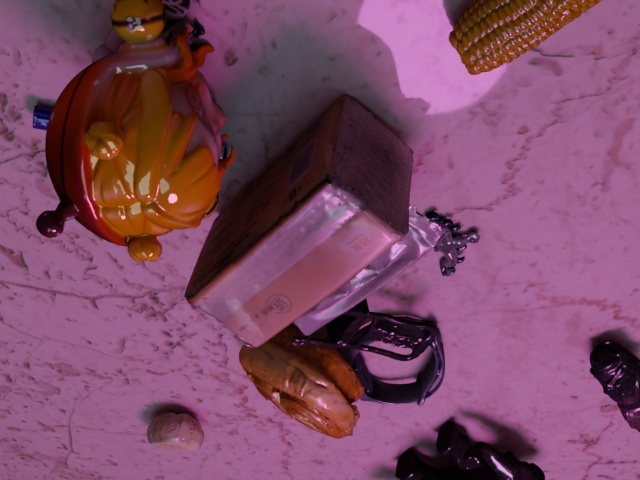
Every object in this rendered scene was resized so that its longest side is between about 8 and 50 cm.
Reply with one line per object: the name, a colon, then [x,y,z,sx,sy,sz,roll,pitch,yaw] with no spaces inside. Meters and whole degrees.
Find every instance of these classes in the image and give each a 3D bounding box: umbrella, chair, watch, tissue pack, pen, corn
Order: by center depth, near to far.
corn: [0.277,-0.298,0.921,0.106,0.106,0.305,31,129,-26]
tissue pack: [0.000,0.000,1.127,0.238,0.238,0.305,32,127,-27]
pen: [-0.264,-0.145,1.134,0.269,0.033,0.033,11,134,-10]
chair: [0.066,0.119,1.336,0.229,0.113,0.106,11,135,-25]
watch: [0.136,0.224,1.467,0.193,0.068,0.206,-14,131,16]
umbrella: [0.590,0.293,1.508,0.094,0.090,0.326,-29,128,22]

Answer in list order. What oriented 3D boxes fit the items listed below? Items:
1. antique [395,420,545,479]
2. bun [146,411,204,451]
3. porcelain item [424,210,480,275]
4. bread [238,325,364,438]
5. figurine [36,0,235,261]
antique: [0.303,0.526,1.688,0.255,0.185,0.322,28,130,-15]
bun: [-0.290,0.382,1.629,0.115,0.069,0.115,6,155,3]
porcelain item: [0.214,0.001,1.273,0.075,0.021,0.136,-12,133,13]
bread: [-0.034,0.238,1.396,0.236,0.120,0.198,19,153,44]
figurine: [-0.207,-0.128,0.944,0.196,0.323,0.320,-6,133,6]
